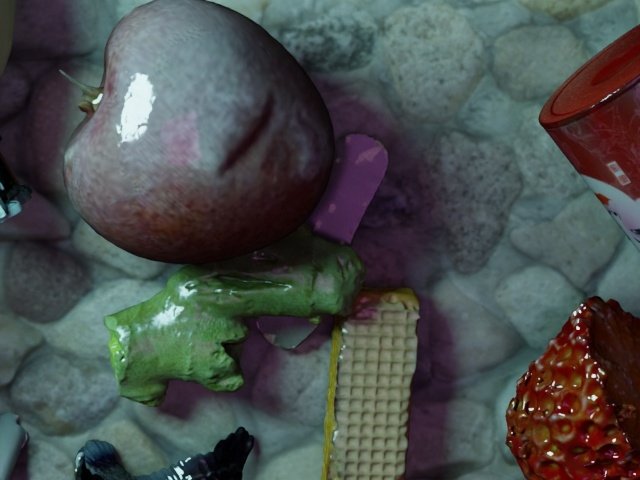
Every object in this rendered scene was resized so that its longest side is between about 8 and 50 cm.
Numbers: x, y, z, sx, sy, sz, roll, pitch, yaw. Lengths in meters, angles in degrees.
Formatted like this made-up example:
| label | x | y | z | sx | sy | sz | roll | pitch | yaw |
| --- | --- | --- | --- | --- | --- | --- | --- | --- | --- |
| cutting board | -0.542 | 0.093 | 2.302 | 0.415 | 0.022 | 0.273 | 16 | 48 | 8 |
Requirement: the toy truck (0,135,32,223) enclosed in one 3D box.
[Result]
| label | x | y | z | sx | sy | sz | roll | pitch | yaw |
| --- | --- | --- | --- | --- | --- | --- | --- | --- | --- |
| toy truck | -0.354 | -0.043 | 1.524 | 0.115 | 0.178 | 0.080 | -29 | 100 | -2 |

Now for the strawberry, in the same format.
| label | x | y | z | sx | sy | sz | roll | pitch | yaw |
| --- | --- | --- | --- | --- | --- | --- | --- | --- | --- |
| strawberry | 0.290 | 0.186 | 1.673 | 0.178 | 0.234 | 0.234 | -30 | 103 | 28 |

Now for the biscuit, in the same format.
| label | x | y | z | sx | sy | sz | roll | pitch | yaw |
| --- | --- | --- | --- | --- | --- | --- | --- | --- | --- |
| biscuit | 0.049 | 0.237 | 1.682 | 0.094 | 0.054 | 0.378 | 3 | 97 | -10 |

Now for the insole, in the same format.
| label | x | y | z | sx | sy | sz | roll | pitch | yaw |
| --- | --- | --- | --- | --- | --- | --- | --- | --- | --- |
| insole | 0.000 | 0.000 | 1.657 | 0.081 | 0.011 | 0.247 | 26 | 96 | 4 |

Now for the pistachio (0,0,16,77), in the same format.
| label | x | y | z | sx | sy | sz | roll | pitch | yaw |
| --- | --- | --- | --- | --- | --- | --- | --- | --- | --- |
| pistachio | -0.454 | -0.263 | 1.413 | 0.365 | 0.281 | 0.445 | -4 | 86 | -33 |

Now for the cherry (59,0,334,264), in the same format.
| label | x | y | z | sx | sy | sz | roll | pitch | yaw |
| --- | --- | --- | --- | --- | --- | --- | --- | --- | --- |
| cherry | -0.117 | -0.099 | 1.533 | 0.307 | 0.221 | 0.261 | 21 | 92 | -26 |

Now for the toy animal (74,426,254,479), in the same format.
| label | x | y | z | sx | sy | sz | roll | pitch | yaw |
| --- | --- | --- | --- | --- | --- | --- | --- | --- | --- |
| toy animal | -0.181 | 0.290 | 1.613 | 0.272 | 0.160 | 0.197 | -8 | 93 | -45 |

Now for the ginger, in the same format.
| label | x | y | z | sx | sy | sz | roll | pitch | yaw |
| --- | --- | --- | --- | --- | --- | --- | --- | --- | --- |
| ginger | -0.093 | 0.078 | 1.622 | 0.290 | 0.089 | 0.137 | -34 | 75 | -2 |

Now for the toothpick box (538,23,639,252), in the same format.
| label | x | y | z | sx | sy | sz | roll | pitch | yaw |
| --- | --- | --- | --- | --- | --- | --- | --- | --- | --- |
| toothpick box | 0.405 | -0.056 | 1.618 | 0.204 | 0.204 | 0.333 | -39 | 100 | -1 |

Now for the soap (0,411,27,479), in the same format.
| label | x | y | z | sx | sy | sz | roll | pitch | yaw |
| --- | --- | --- | --- | --- | --- | --- | --- | --- | --- |
| soap | -0.453 | 0.325 | 1.620 | 0.159 | 0.302 | 0.258 | 30 | 136 | -17 |
